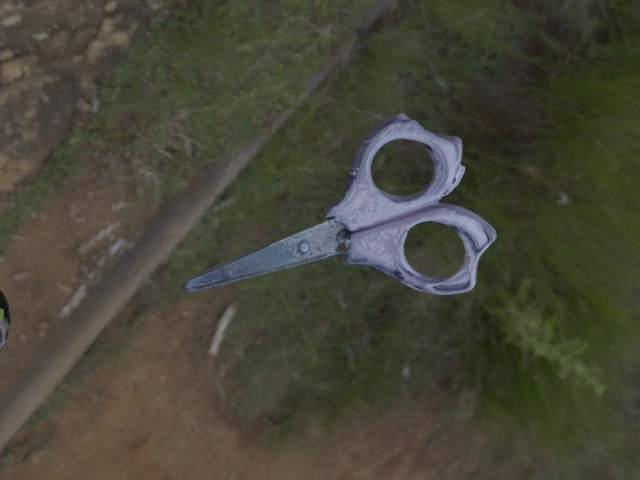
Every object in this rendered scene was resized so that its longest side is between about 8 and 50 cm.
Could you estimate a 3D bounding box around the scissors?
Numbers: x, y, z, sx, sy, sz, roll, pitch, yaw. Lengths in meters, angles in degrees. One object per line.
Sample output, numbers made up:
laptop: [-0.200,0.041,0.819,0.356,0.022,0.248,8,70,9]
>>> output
scissors: [0.000,0.000,0.662,0.100,0.189,0.015,66,27,-11]

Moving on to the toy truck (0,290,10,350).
toy truck: [-0.289,-0.001,0.642,0.128,0.259,0.135,18,69,-58]
